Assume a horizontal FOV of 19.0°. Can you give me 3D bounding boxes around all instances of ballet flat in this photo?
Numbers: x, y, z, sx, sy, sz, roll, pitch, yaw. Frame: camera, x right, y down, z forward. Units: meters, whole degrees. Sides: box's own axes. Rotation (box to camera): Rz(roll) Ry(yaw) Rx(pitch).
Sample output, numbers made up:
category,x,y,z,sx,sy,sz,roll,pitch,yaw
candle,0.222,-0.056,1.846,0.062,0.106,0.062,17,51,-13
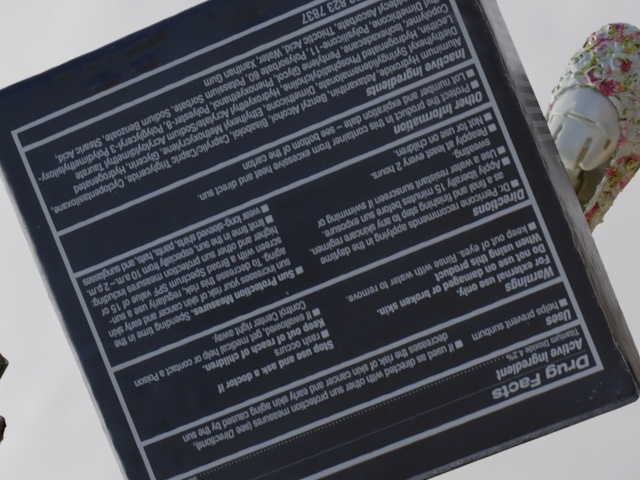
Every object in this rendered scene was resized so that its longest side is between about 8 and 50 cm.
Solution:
category,x,y,z,sx,sy,sz,roll,pitch,yaw
ballet flat,0.191,-0.049,1.458,0.077,0.091,0.241,-32,-35,-55

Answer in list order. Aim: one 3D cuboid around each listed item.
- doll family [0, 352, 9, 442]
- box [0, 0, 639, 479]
category,x,y,z,sx,sy,sz,roll,pitch,yaw
doll family,-0.188,0.109,0.684,0.193,0.076,0.111,-33,-46,12
box,0.000,0.000,1.134,0.296,0.294,0.183,-22,-1,10
